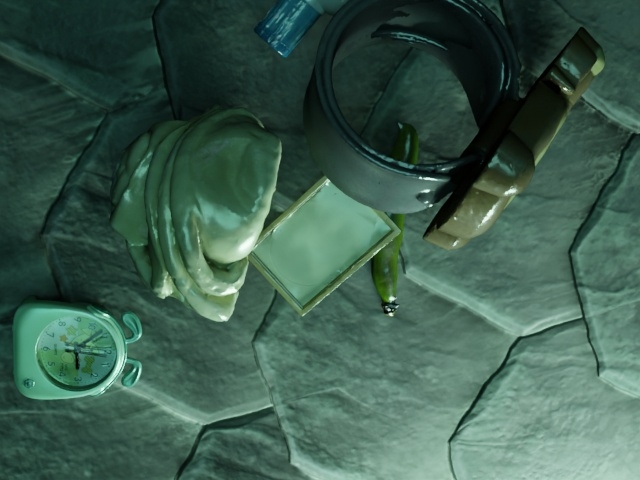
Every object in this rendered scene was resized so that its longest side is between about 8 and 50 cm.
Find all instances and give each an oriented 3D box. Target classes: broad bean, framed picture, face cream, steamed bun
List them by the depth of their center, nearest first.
[{"bbox_3d":[-0.180,-0.055,1.631,0.207,0.280,0.268,15,103,-10],"label":"steamed bun"},{"bbox_3d":[0.038,-0.397,1.665,0.163,0.080,0.336,38,99,-13],"label":"face cream"},{"bbox_3d":[0.000,0.000,1.774,0.201,0.010,0.136,-41,95,16],"label":"framed picture"},{"bbox_3d":[0.101,-0.028,1.783,0.060,0.043,0.297,3,105,-16],"label":"broad bean"}]

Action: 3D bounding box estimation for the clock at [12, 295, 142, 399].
[{"bbox_3d":[-0.357,0.160,1.786,0.189,0.060,0.148,4,103,-6],"label":"clock"}]

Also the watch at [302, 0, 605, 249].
[{"bbox_3d":[0.154,-0.196,1.638,0.327,0.314,0.335,36,71,2],"label":"watch"}]
